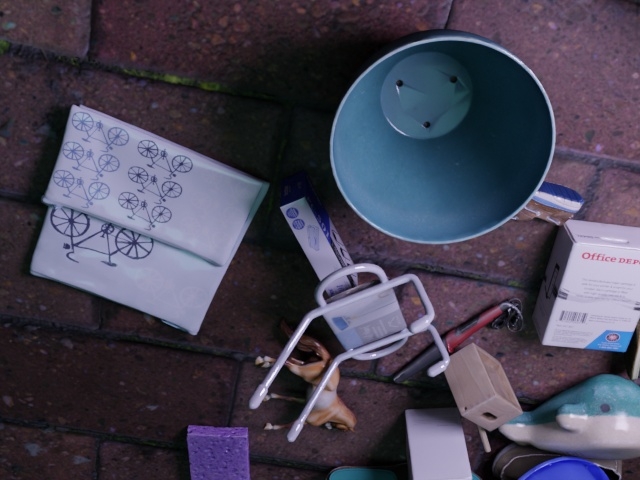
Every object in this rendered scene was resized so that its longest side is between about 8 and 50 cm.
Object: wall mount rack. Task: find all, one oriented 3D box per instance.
[{"bbox_3d":[0.042,0.184,1.277,0.304,0.130,0.350,-23,148,3],"label":"wall mount rack"}]

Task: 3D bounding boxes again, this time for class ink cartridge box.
[{"bbox_3d":[0.000,0.000,1.278,0.046,0.097,0.207,-22,118,11],"label":"ink cartridge box"},{"bbox_3d":[0.451,0.075,1.325,0.148,0.086,0.203,7,120,-3],"label":"ink cartridge box"}]

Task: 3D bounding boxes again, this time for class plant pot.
[{"bbox_3d":[0.158,-0.168,1.119,0.290,0.195,0.290,1,121,1],"label":"plant pot"}]

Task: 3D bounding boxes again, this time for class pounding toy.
[{"bbox_3d":[0.281,0.278,1.411,0.100,0.130,0.141,-35,137,19],"label":"pounding toy"}]

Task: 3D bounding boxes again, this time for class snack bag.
[{"bbox_3d":[-0.294,-0.017,1.307,0.323,0.037,0.342,22,119,-13],"label":"snack bag"}]

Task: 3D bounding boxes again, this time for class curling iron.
[{"bbox_3d":[0.242,0.186,1.422,0.274,0.035,0.068,-34,115,19],"label":"curling iron"}]

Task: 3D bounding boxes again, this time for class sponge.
[{"bbox_3d":[-0.198,0.451,1.588,0.117,0.031,0.210,1,120,0],"label":"sponge"}]

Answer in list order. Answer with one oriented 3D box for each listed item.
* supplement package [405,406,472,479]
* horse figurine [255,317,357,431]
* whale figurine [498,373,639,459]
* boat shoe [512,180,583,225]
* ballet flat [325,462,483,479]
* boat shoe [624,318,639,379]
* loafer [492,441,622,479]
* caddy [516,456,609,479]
[{"bbox_3d":[0.213,0.405,1.470,0.105,0.179,0.105,-3,120,2],"label":"supplement package"},{"bbox_3d":[-0.024,0.263,1.455,0.174,0.066,0.263,0,123,5],"label":"horse figurine"},{"bbox_3d":[0.465,0.316,1.456,0.272,0.141,0.216,-8,153,30],"label":"whale figurine"},{"bbox_3d":[0.316,-0.063,1.255,0.183,0.066,0.066,17,121,-10],"label":"boat shoe"},{"bbox_3d":[0.164,0.493,1.584,0.316,0.107,0.106,4,141,4],"label":"ballet flat"},{"bbox_3d":[0.566,0.143,1.369,0.073,0.080,0.223,0,117,6],"label":"boat shoe"},{"bbox_3d":[0.456,0.432,1.537,0.251,0.087,0.094,-9,120,6],"label":"loafer"},{"bbox_3d":[0.397,0.543,1.440,0.341,0.179,0.241,-38,114,-2],"label":"caddy"}]
